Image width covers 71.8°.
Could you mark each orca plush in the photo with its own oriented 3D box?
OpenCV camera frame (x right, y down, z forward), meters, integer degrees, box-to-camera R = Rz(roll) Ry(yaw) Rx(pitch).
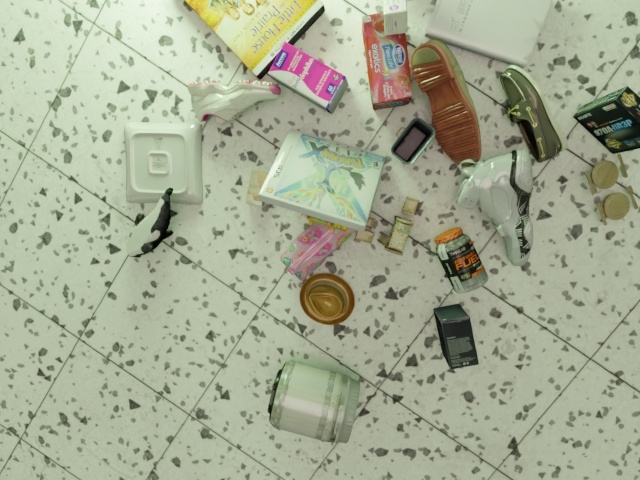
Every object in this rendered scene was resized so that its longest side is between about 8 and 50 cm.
[{"bbox_3d":[-0.557,-0.051,1.520,0.151,0.102,0.287,39,108,34],"label":"orca plush"}]

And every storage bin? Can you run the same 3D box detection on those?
[{"bbox_3d":[0.280,-0.310,1.386,0.098,0.091,0.135,37,99,0],"label":"storage bin"}]

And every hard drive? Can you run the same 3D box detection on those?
[{"bbox_3d":[0.505,-0.678,1.338,0.318,0.040,0.210,20,99,3],"label":"hard drive"}]

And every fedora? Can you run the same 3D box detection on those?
[{"bbox_3d":[0.019,0.205,1.488,0.194,0.079,0.194,1,97,7],"label":"fedora"}]

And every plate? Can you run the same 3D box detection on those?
[{"bbox_3d":[-0.543,-0.263,1.504,0.277,0.045,0.278,2,98,6],"label":"plate"}]

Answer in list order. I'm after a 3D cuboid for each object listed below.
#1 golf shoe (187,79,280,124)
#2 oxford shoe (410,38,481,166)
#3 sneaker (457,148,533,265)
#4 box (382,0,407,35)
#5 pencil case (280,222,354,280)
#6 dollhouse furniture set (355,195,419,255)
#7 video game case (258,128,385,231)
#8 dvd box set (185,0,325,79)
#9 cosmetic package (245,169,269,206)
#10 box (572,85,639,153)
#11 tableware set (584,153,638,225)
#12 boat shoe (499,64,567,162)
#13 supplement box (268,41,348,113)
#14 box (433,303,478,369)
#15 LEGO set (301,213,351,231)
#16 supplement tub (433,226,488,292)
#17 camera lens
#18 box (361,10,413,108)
[{"bbox_3d":[-0.274,-0.449,1.428,0.306,0.115,0.140,3,108,12],"label":"golf shoe"},{"bbox_3d":[0.408,-0.418,1.336,0.140,0.146,0.397,-5,121,42],"label":"oxford shoe"},{"bbox_3d":[0.539,-0.094,1.371,0.210,0.137,0.366,-2,110,20],"label":"sneaker"},{"bbox_3d":[0.208,-0.711,1.259,0.063,0.067,0.324,-4,56,10],"label":"box"},{"bbox_3d":[0.000,0.000,1.443,0.284,0.124,0.124,-43,91,10],"label":"pencil case"},{"bbox_3d":[0.214,-0.066,1.420,0.161,0.101,0.182,18,99,3],"label":"dollhouse furniture set"},{"bbox_3d":[0.014,-0.196,1.363,0.329,0.036,0.300,17,57,4],"label":"video game case"},{"bbox_3d":[-0.237,-0.772,1.395,0.307,0.062,0.420,-43,91,10],"label":"dvd box set"},{"bbox_3d":[-0.209,-0.175,1.481,0.060,0.041,0.115,12,99,5],"label":"cosmetic package"},{"bbox_3d":[0.851,-0.335,1.256,0.175,0.220,0.051,43,95,-1],"label":"box"},{"bbox_3d":[0.890,-0.155,1.370,0.128,0.039,0.194,-26,100,-3],"label":"tableware set"},{"bbox_3d":[0.625,-0.379,1.331,0.091,0.109,0.305,-34,97,4],"label":"boat shoe"},{"bbox_3d":[-0.035,-0.505,1.384,0.220,0.114,0.111,31,100,3],"label":"supplement box"},{"bbox_3d":[0.432,0.304,1.418,0.093,0.156,0.158,-13,96,7],"label":"box"},{"bbox_3d":[-0.025,-0.120,1.369,0.132,0.107,0.287,-39,58,12],"label":"LEGO set"},{"bbox_3d":[0.442,0.061,1.405,0.117,0.117,0.190,-27,94,9],"label":"supplement tub"},{"bbox_3d":[-0.024,0.533,1.465,0.274,0.219,0.219,14,99,4],"label":"camera lens"},{"bbox_3d":[0.201,-0.543,1.344,0.122,0.128,0.257,-8,96,6],"label":"box"}]
